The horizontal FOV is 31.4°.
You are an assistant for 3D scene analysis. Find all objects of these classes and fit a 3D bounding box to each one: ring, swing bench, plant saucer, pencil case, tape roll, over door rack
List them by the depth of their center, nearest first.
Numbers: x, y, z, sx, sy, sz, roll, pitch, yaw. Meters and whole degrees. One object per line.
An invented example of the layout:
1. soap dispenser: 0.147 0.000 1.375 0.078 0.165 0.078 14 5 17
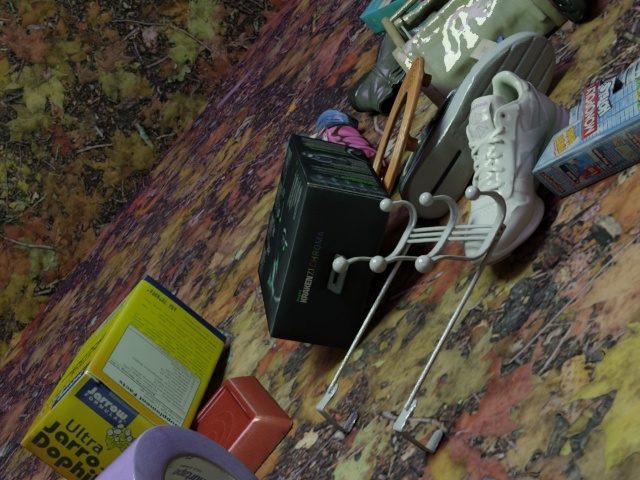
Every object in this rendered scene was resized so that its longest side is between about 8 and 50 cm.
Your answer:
1. tape roll: -0.137 0.346 1.307 0.090 0.275 0.275 -43 20 15
2. over door rack: 0.095 0.087 1.433 0.239 0.108 0.324 -3 66 65
3. plant saucer: -0.171 0.331 1.764 0.259 0.047 0.258 -50 19 -4
4. ring: 0.117 -0.131 1.833 0.336 0.032 0.337 -164 90 -86
5. swing bench: 0.259 -0.381 1.990 0.253 0.165 0.255 -43 20 17
6. pencil case: 0.056 -0.155 2.109 0.095 0.098 0.209 -48 20 4

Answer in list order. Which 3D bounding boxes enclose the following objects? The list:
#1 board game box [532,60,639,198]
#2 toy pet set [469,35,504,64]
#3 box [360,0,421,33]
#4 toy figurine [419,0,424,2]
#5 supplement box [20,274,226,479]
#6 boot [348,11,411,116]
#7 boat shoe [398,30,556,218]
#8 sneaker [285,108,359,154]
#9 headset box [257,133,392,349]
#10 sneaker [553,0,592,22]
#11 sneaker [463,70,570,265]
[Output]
1. board game box: 0.367 -0.149 1.469 0.194 0.060 0.194 -35 23 33
2. toy pet set: 0.301 -0.279 1.831 0.122 0.114 0.065 -53 43 -5
3. box: 0.192 -0.556 2.629 0.100 0.060 0.244 -56 20 -18
4. toy figurine: 0.223 -0.553 2.404 0.130 0.159 0.173 -23 32 52
5. supplement box: -0.324 0.250 1.941 0.195 0.194 0.356 -46 10 22
6. boot: 0.167 -0.351 2.294 0.247 0.083 0.161 -58 27 -8
7. boat shoe: 0.224 -0.188 1.763 0.335 0.121 0.119 -50 23 2
8. sneaker: 0.004 -0.194 2.357 0.221 0.083 0.087 -36 35 47
9. headset box: 0.000 0.000 1.733 0.283 0.131 0.246 -110 32 -69
10. sneaker: 0.419 -0.458 1.886 0.124 0.107 0.283 -37 22 16
11. sneaker: 0.234 -0.099 1.527 0.114 0.152 0.305 -24 32 47
